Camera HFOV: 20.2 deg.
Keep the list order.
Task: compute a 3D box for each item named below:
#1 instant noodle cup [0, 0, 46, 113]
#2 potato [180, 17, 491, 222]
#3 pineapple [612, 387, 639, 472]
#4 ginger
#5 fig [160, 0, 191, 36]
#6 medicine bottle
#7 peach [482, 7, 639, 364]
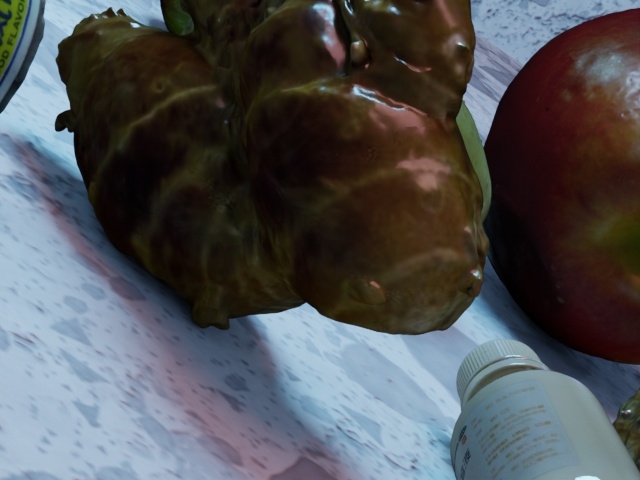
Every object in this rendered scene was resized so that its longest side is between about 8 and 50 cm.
[{"bbox_3d":[-0.303,-0.161,0.900,0.284,0.284,0.312,45,10,27],"label":"instant noodle cup"},{"bbox_3d":[0.018,-0.109,1.536,0.307,0.210,0.173,41,41,-13],"label":"potato"},{"bbox_3d":[0.298,0.228,1.305,0.170,0.141,0.310,58,13,-26],"label":"pineapple"},{"bbox_3d":[-0.037,-0.079,1.188,0.357,0.274,0.152,6,9,40],"label":"ginger"},{"bbox_3d":[-0.095,-0.219,1.778,0.109,0.103,0.154,-4,29,-34],"label":"fig"},{"bbox_3d":[0.147,0.149,1.210,0.114,0.114,0.252,32,16,-20],"label":"medicine bottle"},{"bbox_3d":[0.309,-0.045,1.742,0.406,0.310,0.335,-129,-163,-62],"label":"peach"}]
